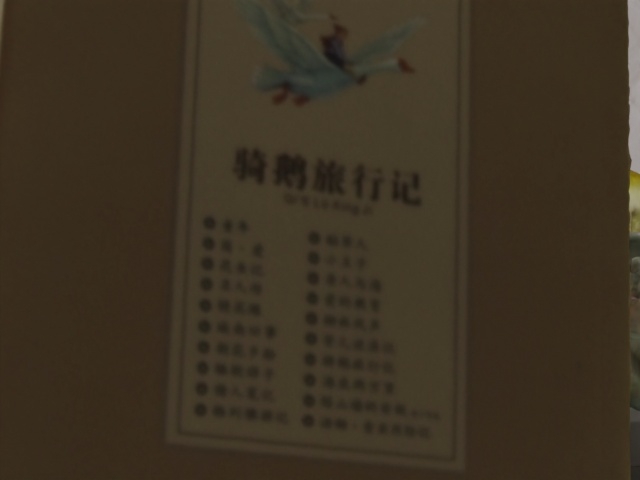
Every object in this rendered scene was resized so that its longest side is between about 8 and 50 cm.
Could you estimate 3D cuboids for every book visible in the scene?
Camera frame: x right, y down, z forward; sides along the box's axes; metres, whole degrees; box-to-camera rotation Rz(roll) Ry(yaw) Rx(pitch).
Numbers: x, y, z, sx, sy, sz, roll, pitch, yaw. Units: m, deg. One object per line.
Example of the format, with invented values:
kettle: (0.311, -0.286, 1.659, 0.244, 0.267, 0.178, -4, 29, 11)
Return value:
book: (0.000, 0.000, 0.610, 0.217, 0.310, 0.021, 9, -17, -21)

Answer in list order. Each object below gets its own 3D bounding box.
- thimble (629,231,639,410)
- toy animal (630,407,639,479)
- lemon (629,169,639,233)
thimble: (0.173, 0.106, 0.976, 0.229, 0.196, 0.148, 37, 3, 6)
toy animal: (0.194, 0.112, 1.149, 0.265, 0.206, 0.271, 1, -8, 28)
lemon: (0.185, 0.091, 1.875, 0.364, 0.364, 0.364, 7, -4, 0)
